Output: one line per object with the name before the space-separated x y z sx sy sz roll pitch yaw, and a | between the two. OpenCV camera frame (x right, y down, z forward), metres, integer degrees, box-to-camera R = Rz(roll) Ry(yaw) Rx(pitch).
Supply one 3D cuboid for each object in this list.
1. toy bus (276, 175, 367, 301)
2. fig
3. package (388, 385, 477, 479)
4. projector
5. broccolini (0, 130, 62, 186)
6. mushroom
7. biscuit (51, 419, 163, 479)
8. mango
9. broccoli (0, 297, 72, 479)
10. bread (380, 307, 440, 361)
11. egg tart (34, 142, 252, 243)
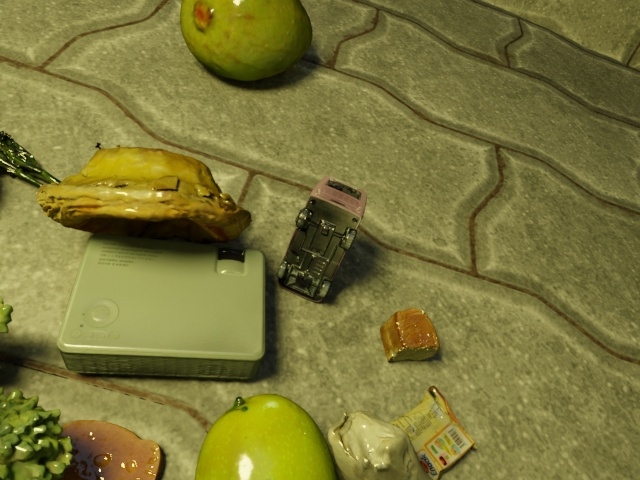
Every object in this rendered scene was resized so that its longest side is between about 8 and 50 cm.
toy bus | 0.000 0.000 0.763 0.096 0.198 0.108 24 37 0
fig | -0.154 -0.509 1.092 0.326 0.258 0.258 -15 58 -44
package | 0.160 0.292 0.688 0.121 0.031 0.108 -28 65 -26
projector | -0.212 0.097 0.673 0.257 0.099 0.191 6 52 -14
broccolini | -0.482 -0.104 0.789 0.201 0.058 0.074 38 63 -7
mushroom | 0.117 0.312 0.594 0.278 0.096 0.099 43 4 -13
biscuit | -0.269 0.278 0.553 0.140 0.023 0.118 26 49 1
mango | -0.049 0.322 0.522 0.175 0.143 0.293 1 61 -41
broccoli | -0.425 0.165 0.433 0.277 0.318 0.338 -2 93 -52
bread | 0.145 0.156 0.758 0.077 0.083 0.070 0 61 -15
egg tart | -0.243 -0.064 0.672 0.295 0.295 0.116 6 80 -15
